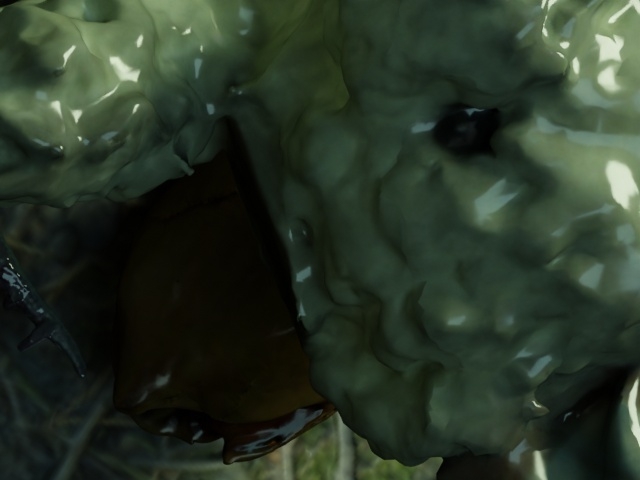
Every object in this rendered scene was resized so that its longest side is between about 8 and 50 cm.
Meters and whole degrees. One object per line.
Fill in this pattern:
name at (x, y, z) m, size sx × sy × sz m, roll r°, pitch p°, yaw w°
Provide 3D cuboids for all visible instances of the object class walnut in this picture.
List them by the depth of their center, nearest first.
walnut at (0.000, 0.000, 0.677) m, size 0.245 × 0.137 × 0.137 m, roll -32°, pitch 112°, yaw -29°

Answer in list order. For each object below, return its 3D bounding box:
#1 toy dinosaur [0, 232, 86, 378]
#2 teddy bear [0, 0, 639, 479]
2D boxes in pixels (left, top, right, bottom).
toy dinosaur at (-0.149, -0.034, 0.620) m, size 0.082 × 0.039 × 0.209 m, roll -31°, pitch 101°, yaw -23°
teddy bear at (0.018, -0.115, 0.484) m, size 0.327 × 0.362 × 0.375 m, roll -35°, pitch 133°, yaw -15°
